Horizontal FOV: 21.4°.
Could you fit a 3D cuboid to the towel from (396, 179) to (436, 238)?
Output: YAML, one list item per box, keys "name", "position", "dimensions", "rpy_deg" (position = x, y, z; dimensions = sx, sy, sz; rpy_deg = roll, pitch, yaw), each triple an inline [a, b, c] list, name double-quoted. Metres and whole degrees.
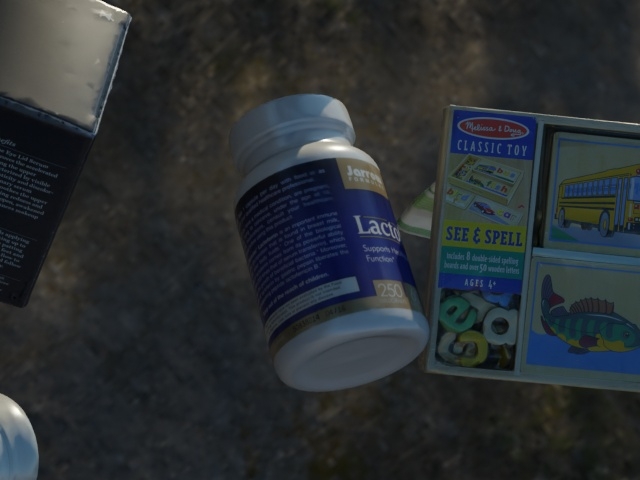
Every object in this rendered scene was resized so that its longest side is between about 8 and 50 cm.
- name: "towel"
  position: [0.173, -0.041, 1.992]
  dimensions: [0.113, 0.152, 0.023]
  rpy_deg: [14, 54, -26]

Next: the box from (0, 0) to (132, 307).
- name: "box"
  position: [-0.236, -0.077, 1.303]
  dimensions: [0.108, 0.207, 0.153]
  rpy_deg: [20, 41, -10]

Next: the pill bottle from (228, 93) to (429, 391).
- name: "pill bottle"
  position: [0.000, 0.000, 1.643]
  dimensions: [0.153, 0.153, 0.264]
  rpy_deg: [9, 55, -44]

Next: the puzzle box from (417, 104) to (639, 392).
- name: "puzzle box"
  position: [0.313, 0.016, 1.702]
  dimensions: [0.409, 0.052, 0.272]
  rpy_deg: [5, 90, -5]

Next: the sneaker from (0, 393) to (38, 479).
- name: "sneaker"
  position: [-0.352, 0.143, 1.182]
  dimensions: [0.169, 0.293, 0.108]
  rpy_deg: [-13, 100, -45]
